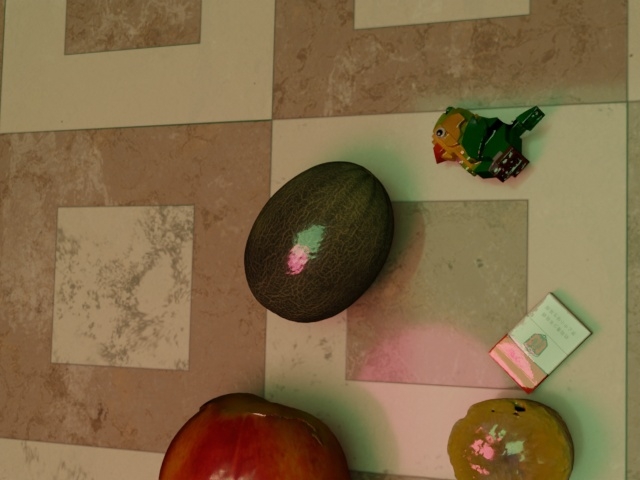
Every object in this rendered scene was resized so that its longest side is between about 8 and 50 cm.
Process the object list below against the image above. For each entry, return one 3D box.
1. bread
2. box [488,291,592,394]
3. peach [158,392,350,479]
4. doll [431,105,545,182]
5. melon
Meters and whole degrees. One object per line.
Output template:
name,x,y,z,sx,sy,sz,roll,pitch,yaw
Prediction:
bread,0.320,0.348,1.507,0.197,0.170,0.197,-2,86,23
box,0.377,0.176,1.568,0.152,0.048,0.100,-48,70,13
peach,-0.120,0.454,1.578,0.369,0.370,0.370,-2,85,21
doll,0.282,-0.178,1.597,0.186,0.106,0.135,15,86,37
melon,0.000,0.000,1.620,0.237,0.237,0.302,38,95,19
